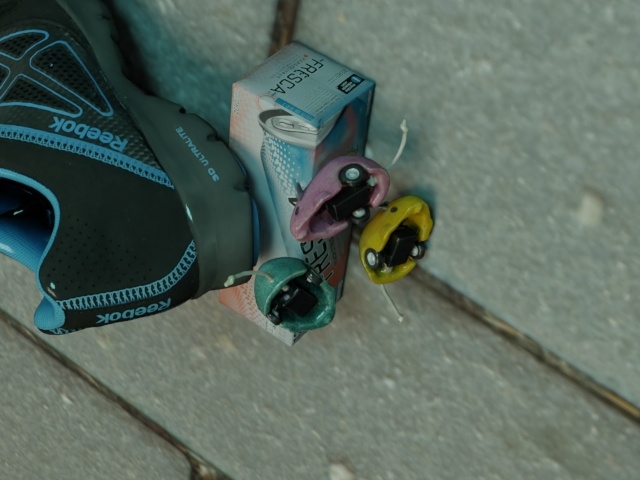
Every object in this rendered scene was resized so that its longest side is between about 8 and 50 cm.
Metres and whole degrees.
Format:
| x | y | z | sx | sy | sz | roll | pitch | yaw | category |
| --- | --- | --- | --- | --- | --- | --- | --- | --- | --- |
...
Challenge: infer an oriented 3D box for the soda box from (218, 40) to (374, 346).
| x | y | z | sx | sy | sz | roll | pitch | yaw | category |
| --- | --- | --- | --- | --- | --- | --- | --- | --- | --- |
| -0.018 | -0.024 | 0.827 | 0.063 | 0.058 | 0.183 | 30 | 139 | 22 | soda box |

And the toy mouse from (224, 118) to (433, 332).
| x | y | z | sx | sy | sz | roll | pitch | yaw | category |
| --- | --- | --- | --- | --- | --- | --- | --- | --- | --- |
| 0.000 | 0.000 | 0.774 | 0.031 | 0.143 | 0.161 | 49 | 141 | 35 | toy mouse |

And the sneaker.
| x | y | z | sx | sy | sz | roll | pitch | yaw | category |
| --- | --- | --- | --- | --- | --- | --- | --- | --- | --- |
| -0.181 | -0.081 | 0.832 | 0.341 | 0.139 | 0.125 | 44 | 145 | 32 | sneaker |
